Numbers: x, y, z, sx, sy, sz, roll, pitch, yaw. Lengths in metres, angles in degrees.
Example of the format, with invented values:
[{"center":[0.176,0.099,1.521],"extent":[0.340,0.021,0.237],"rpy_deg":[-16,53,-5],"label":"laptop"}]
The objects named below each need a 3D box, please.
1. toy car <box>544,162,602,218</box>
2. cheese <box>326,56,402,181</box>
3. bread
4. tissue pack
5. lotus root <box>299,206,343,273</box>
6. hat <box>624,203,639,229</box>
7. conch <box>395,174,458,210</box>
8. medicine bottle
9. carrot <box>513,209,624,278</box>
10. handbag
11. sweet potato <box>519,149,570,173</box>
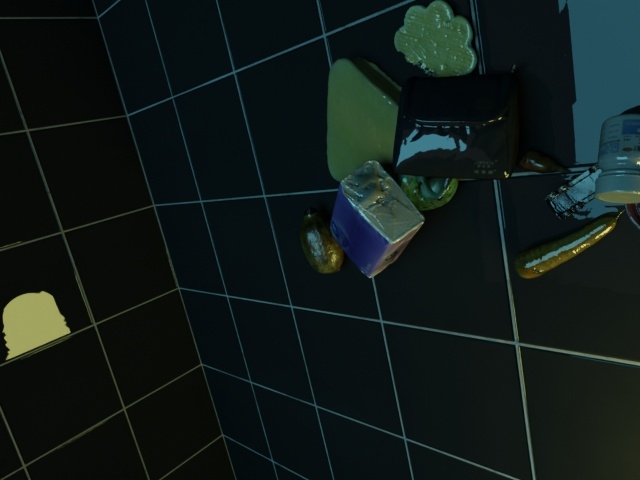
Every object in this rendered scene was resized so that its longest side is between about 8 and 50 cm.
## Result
[{"center":[0.616,-0.121,1.131],"extent":[0.071,0.062,0.165],"rpy_deg":[55,137,10],"label":"toy car"},{"center":[0.136,-0.385,1.464],"extent":[0.383,0.104,0.385],"rpy_deg":[21,122,38],"label":"cheese"},{"center":[0.312,-0.521,1.272],"extent":[0.251,0.038,0.182],"rpy_deg":[48,135,19],"label":"bread"},{"center":[0.154,-0.054,1.467],"extent":[0.242,0.160,0.338],"rpy_deg":[51,164,14],"label":"tissue pack"},{"center":[0.000,0.000,1.765],"extent":[0.145,0.128,0.261],"rpy_deg":[-13,104,34],"label":"lotus root"},{"center":[0.743,-0.086,0.999],"extent":[0.205,0.089,0.206],"rpy_deg":[20,121,38],"label":"hat"},{"center":[0.303,-0.167,1.383],"extent":[0.188,0.121,0.176],"rpy_deg":[29,133,31],"label":"conch"},{"center":[0.639,-0.170,1.010],"extent":[0.104,0.105,0.168],"rpy_deg":[4,82,44],"label":"medicine bottle"},{"center":[0.615,0.011,1.195],"extent":[0.298,0.078,0.078],"rpy_deg":[-41,78,43],"label":"carrot"},{"center":[0.330,-0.291,1.183],"extent":[0.301,0.178,0.276],"rpy_deg":[7,105,21],"label":"handbag"},{"center":[0.553,-0.186,1.185],"extent":[0.117,0.049,0.050],"rpy_deg":[24,125,23],"label":"sweet potato"}]
